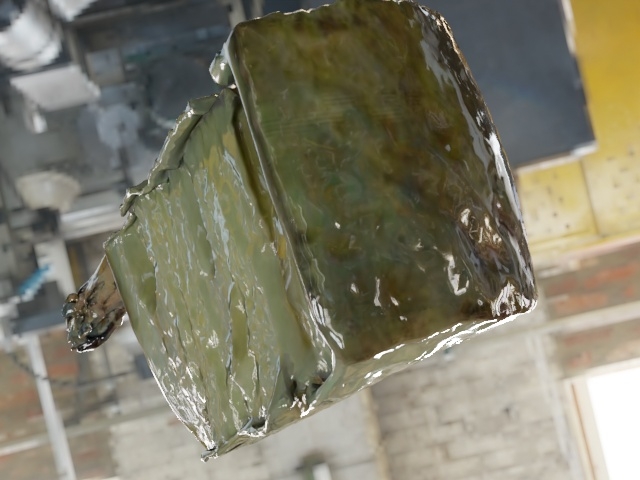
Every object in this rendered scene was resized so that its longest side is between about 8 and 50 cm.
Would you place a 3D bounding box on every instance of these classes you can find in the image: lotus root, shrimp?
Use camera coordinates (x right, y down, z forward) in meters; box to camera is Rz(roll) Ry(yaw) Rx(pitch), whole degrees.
[{"bbox_3d":[0.000,0.000,0.551,0.138,0.119,0.235,-23,172,-18],"label":"lotus root"},{"bbox_3d":[-0.096,0.002,1.044,0.219,0.046,0.152,-45,158,29],"label":"shrimp"}]
